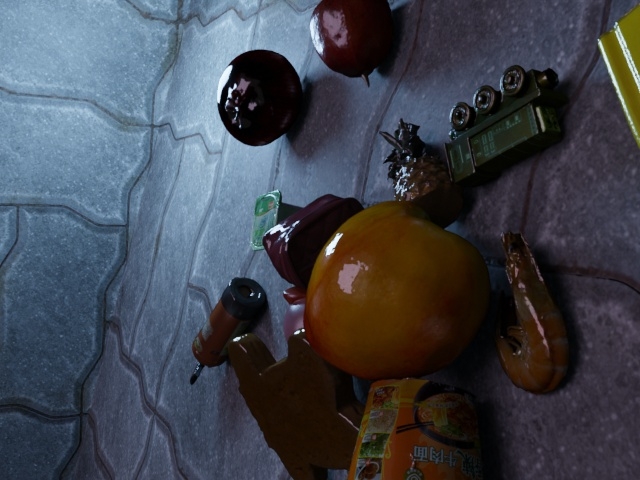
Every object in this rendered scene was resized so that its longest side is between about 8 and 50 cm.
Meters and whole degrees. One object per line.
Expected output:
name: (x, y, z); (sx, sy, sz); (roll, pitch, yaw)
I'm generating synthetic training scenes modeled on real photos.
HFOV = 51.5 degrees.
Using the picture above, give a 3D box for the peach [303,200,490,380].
peach: (0.119, 0.101, 1.092); (0.308, 0.289, 0.289); (-55, 34, 9)

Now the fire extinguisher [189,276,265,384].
fire extinguisher: (-0.274, 0.253, 1.944); (0.376, 0.113, 0.200); (-55, -6, 32)

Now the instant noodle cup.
instant noodle cup: (0.154, 0.327, 1.040); (0.230, 0.230, 0.182); (-29, 45, 54)

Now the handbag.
handbag: (0.000, 0.000, 1.416); (0.135, 0.225, 0.146); (17, 136, 61)

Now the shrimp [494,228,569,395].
shrimp: (0.307, 0.106, 0.996); (0.150, 0.068, 0.249); (-27, 61, 61)

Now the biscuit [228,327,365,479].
biscuit: (-0.027, 0.327, 1.340); (0.394, 0.076, 0.368); (-33, 85, 54)

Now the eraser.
eraser: (0.457, -0.220, 0.840); (0.158, 0.069, 0.226); (-42, 44, 48)

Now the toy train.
toy train: (0.301, -0.187, 1.091); (0.225, 0.090, 0.137); (-31, 61, 53)

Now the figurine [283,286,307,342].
figurine: (0.004, 0.186, 1.392); (0.173, 0.173, 0.173); (-30, 55, 53)

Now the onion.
onion: (-0.191, -0.392, 1.843); (0.273, 0.285, 0.273); (11, 111, 31)

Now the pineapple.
pineapple: (0.182, -0.129, 1.250); (0.128, 0.128, 0.248); (-58, 30, 31)

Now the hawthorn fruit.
hawthorn fruit: (0.081, -0.458, 1.505); (0.189, 0.189, 0.251); (-21, 81, 56)

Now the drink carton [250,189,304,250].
drink carton: (-0.080, -0.032, 1.640); (0.146, 0.142, 0.144); (-8, 71, 59)
